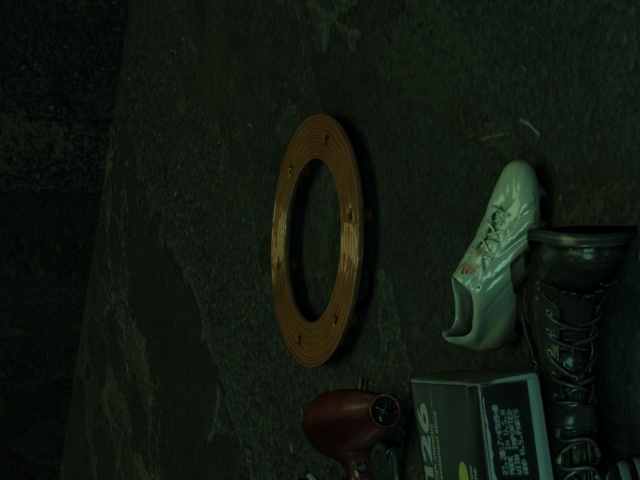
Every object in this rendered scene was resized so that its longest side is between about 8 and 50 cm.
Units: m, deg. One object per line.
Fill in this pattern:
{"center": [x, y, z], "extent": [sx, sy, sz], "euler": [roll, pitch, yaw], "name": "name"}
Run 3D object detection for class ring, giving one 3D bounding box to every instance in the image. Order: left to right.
{"center": [0.000, 0.000, 1.949], "extent": [0.336, 0.032, 0.336], "euler": [-179, 90, -70], "name": "ring"}

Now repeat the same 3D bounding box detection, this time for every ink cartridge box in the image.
{"center": [0.145, 0.272, 1.351], "extent": [0.307, 0.072, 0.303], "euler": [157, 104, -76], "name": "ink cartridge box"}

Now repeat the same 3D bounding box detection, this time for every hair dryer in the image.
{"center": [0.054, 0.272, 1.697], "extent": [0.223, 0.080, 0.293], "euler": [45, 145, 38], "name": "hair dryer"}

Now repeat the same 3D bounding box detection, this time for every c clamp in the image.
{"center": [0.064, 0.258, 1.761], "extent": [0.161, 0.022, 0.137], "euler": [-139, 53, -63], "name": "c clamp"}

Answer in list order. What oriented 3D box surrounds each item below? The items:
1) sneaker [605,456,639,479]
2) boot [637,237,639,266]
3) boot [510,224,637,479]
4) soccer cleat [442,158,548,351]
{"center": [0.267, 0.291, 1.170], "extent": [0.098, 0.083, 0.223], "euler": [93, 177, -63], "name": "sneaker"}
{"center": [0.295, 0.034, 1.147], "extent": [0.114, 0.037, 0.106], "euler": [-174, 75, -72], "name": "boot"}
{"center": [0.219, 0.112, 1.250], "extent": [0.263, 0.091, 0.229], "euler": [94, 174, -77], "name": "boot"}
{"center": [0.169, 0.017, 1.429], "extent": [0.068, 0.076, 0.196], "euler": [-136, 52, -63], "name": "soccer cleat"}
